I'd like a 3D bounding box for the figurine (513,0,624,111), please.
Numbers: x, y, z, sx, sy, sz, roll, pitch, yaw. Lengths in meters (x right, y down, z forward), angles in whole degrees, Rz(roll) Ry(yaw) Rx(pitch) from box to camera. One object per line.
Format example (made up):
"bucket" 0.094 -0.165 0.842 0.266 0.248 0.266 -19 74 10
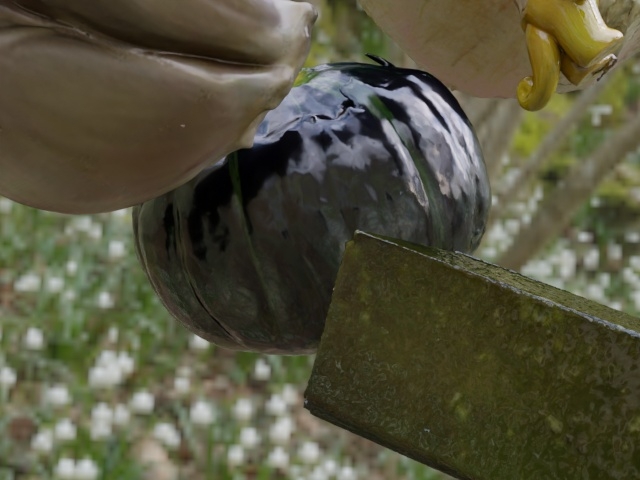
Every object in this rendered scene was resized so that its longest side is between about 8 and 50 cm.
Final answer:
"figurine" 0.119 -0.216 1.311 0.131 0.246 0.156 -32 -16 -13

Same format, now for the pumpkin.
"pumpkin" 0.000 0.000 1.510 0.296 0.295 0.296 3 -12 1

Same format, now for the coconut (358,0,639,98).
"coconut" 0.182 -0.319 1.694 0.405 0.404 0.404 3 -12 1

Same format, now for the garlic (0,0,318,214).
"garlic" -0.183 -0.149 1.238 0.246 0.231 0.340 23 -8 26

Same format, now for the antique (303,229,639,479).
"antique" 0.104 0.065 0.739 0.221 0.081 0.080 20 7 41
